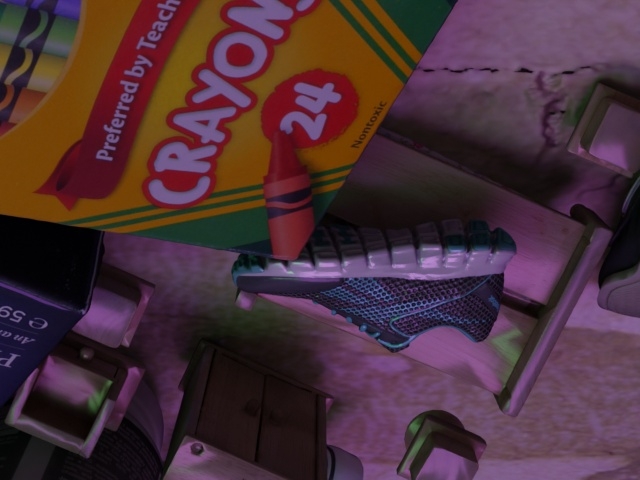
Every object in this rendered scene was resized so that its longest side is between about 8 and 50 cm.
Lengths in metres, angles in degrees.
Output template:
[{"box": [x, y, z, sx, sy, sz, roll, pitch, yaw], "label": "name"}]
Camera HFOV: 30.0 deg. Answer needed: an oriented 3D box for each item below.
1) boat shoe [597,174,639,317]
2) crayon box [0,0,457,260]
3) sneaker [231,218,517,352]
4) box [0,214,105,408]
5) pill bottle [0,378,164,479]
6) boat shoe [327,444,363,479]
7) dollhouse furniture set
[{"box": [0.231, -0.003, 0.768, 0.084, 0.079, 0.233, 9, 159, 7], "label": "boat shoe"}, {"box": [-0.111, -0.106, 0.554, 0.319, 0.081, 0.202, 10, 129, -30], "label": "crayon box"}, {"box": [0.031, 0.032, 0.703, 0.167, 0.065, 0.076, 0, 110, 1], "label": "sneaker"}, {"box": [-0.320, 0.002, 0.711, 0.296, 0.182, 0.294, 25, 133, -24], "label": "box"}, {"box": [-0.194, 0.202, 0.834, 0.162, 0.278, 0.162, 1, 114, 2], "label": "pill bottle"}, {"box": [-0.098, 0.223, 1.005, 0.105, 0.113, 0.306, 38, 141, -27], "label": "boat shoe"}, {"box": [0.000, 0.000, 0.814, 0.303, 0.174, 0.355, 24, 104, -7], "label": "dollhouse furniture set"}]
